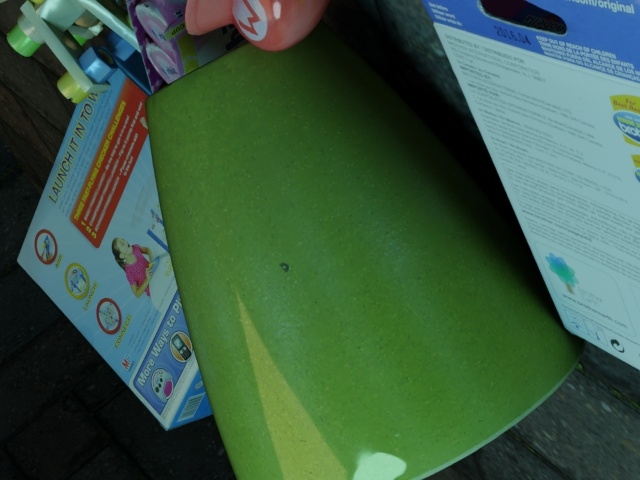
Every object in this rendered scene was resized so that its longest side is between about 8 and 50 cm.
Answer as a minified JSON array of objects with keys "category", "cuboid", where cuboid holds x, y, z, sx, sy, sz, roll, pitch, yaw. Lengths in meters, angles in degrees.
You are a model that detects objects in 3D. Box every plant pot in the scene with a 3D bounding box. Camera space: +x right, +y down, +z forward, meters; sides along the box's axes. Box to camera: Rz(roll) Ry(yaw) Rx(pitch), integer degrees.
[{"category":"plant pot","cuboid":[0.000,0.000,0.876,0.294,0.274,0.275,62,163,-7]}]

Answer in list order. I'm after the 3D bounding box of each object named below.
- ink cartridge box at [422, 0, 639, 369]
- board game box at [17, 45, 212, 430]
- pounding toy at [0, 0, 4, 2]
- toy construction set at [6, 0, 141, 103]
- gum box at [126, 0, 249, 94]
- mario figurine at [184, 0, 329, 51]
[{"category":"ink cartridge box","cuboid":[0.170,-0.035,0.675,0.186,0.065,0.311,31,159,52]},{"category":"board game box","cuboid":[-0.178,-0.006,1.357,0.302,0.086,0.308,44,122,26]},{"category":"pounding toy","cuboid":[-0.238,-0.248,0.846,0.130,0.100,0.141,-9,126,42]},{"category":"toy construction set","cuboid":[-0.281,-0.296,1.129,0.328,0.151,0.215,57,-164,-21]},{"category":"gum box","cuboid":[-0.091,-0.166,1.023,0.062,0.107,0.188,45,164,19]},{"category":"mario figurine","cuboid":[-0.114,-0.241,0.776,0.320,0.170,0.198,53,-159,19]}]
